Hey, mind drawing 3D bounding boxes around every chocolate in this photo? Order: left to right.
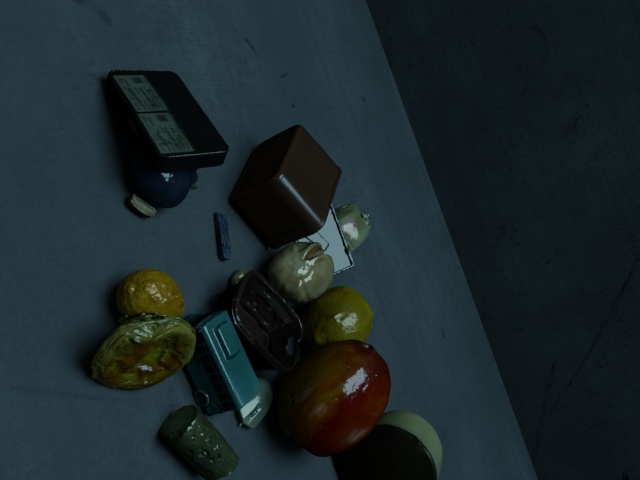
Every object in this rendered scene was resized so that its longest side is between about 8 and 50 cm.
[{"bbox_3d":[0.250,0.743,2.039,0.297,0.326,0.314,-12,82,-75],"label":"chocolate"}]

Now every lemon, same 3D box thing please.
[{"bbox_3d":[-0.406,0.141,1.447,0.187,0.142,0.142,33,48,-49],"label":"lemon"},{"bbox_3d":[0.053,0.274,2.011,0.288,0.233,0.234,-36,105,-54],"label":"lemon"}]

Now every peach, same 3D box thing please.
[{"bbox_3d":[0.046,0.459,1.796,0.372,0.290,0.373,-15,116,-33],"label":"peach"}]

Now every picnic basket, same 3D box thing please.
[{"bbox_3d":[-0.190,0.243,1.741,0.297,0.129,0.222,52,35,-30],"label":"picnic basket"}]

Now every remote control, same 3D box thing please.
[{"bbox_3d":[-0.295,-0.012,1.811,0.043,0.027,0.153,14,61,-48],"label":"remote control"}]

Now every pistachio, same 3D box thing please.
[{"bbox_3d":[-0.055,0.106,1.969,0.193,0.214,0.318,48,17,13],"label":"pistachio"}]

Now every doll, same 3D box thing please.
[{"bbox_3d":[-0.413,-0.203,1.631,0.228,0.154,0.258,55,42,-32],"label":"doll"}]

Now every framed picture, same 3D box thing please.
[{"bbox_3d":[0.000,0.000,2.184,0.209,0.019,0.281,-21,93,-30],"label":"framed picture"}]

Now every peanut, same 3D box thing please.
[{"bbox_3d":[-0.249,0.114,1.807,0.037,0.037,0.083,58,32,-20],"label":"peanut"}]

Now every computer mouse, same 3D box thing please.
[{"bbox_3d":[-0.181,0.460,1.714,0.089,0.056,0.182,56,35,-16],"label":"computer mouse"}]

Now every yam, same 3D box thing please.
[{"bbox_3d":[-0.291,0.502,1.469,0.194,0.107,0.107,57,34,-24],"label":"yam"}]

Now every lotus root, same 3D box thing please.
[{"bbox_3d":[-0.471,-0.086,1.569,0.083,0.030,0.037,39,50,-39],"label":"lotus root"}]

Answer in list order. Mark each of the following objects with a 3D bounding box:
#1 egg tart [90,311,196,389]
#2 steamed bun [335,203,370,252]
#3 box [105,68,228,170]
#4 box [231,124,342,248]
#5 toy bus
[{"bbox_3d":[-0.400,0.242,1.360,0.241,0.241,0.106,28,22,-48],"label":"egg tart"},{"bbox_3d":[0.111,-0.044,2.339,0.170,0.152,0.239,60,33,-15],"label":"steamed bun"},{"bbox_3d":[-0.408,-0.324,1.586,0.211,0.058,0.350,-13,57,-39],"label":"box"},{"bbox_3d":[-0.113,-0.186,1.989,0.229,0.239,0.339,49,38,-28],"label":"box"},{"bbox_3d":[-0.271,0.311,1.564,0.128,0.147,0.256,-35,105,-59],"label":"toy bus"}]
